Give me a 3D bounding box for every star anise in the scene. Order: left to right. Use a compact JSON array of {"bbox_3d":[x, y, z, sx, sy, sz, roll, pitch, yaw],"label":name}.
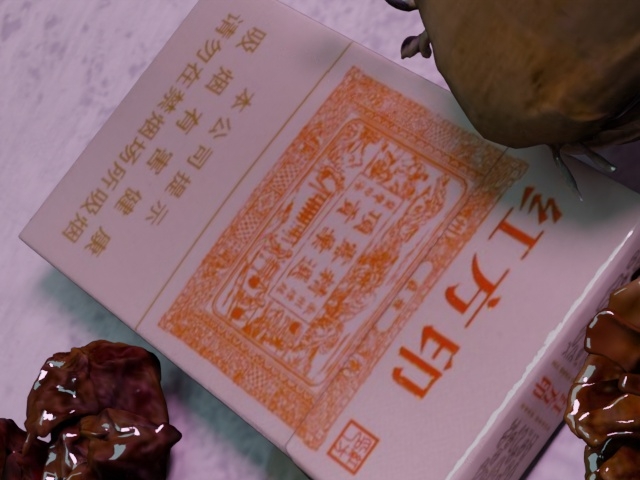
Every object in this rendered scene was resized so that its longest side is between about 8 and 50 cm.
[{"bbox_3d":[-0.139,0.153,0.965,0.190,0.126,0.220,-36,45,10],"label":"star anise"}]

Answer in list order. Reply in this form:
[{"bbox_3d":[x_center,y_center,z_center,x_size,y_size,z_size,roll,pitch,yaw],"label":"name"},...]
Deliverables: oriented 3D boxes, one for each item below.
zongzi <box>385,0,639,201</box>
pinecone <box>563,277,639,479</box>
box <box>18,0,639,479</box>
[{"bbox_3d":[0.288,-0.190,0.858,0.500,0.467,0.218,-54,49,51],"label":"zongzi"},{"bbox_3d":[0.172,0.069,0.744,0.163,0.165,0.163,-10,71,33],"label":"pinecone"},{"bbox_3d":[0.000,0.000,0.996,0.204,0.051,0.365,-53,46,-4],"label":"box"}]
